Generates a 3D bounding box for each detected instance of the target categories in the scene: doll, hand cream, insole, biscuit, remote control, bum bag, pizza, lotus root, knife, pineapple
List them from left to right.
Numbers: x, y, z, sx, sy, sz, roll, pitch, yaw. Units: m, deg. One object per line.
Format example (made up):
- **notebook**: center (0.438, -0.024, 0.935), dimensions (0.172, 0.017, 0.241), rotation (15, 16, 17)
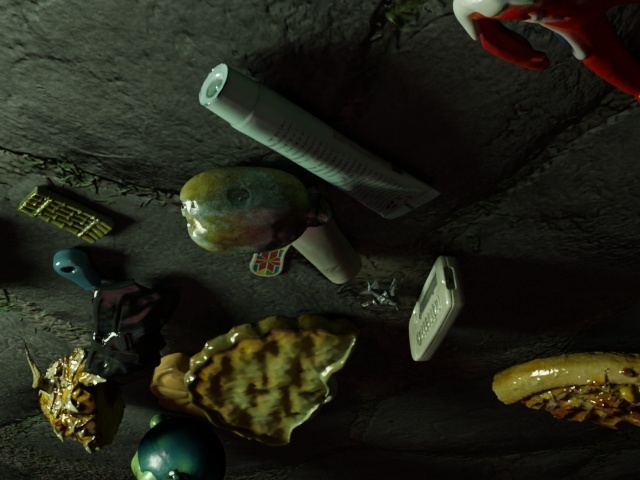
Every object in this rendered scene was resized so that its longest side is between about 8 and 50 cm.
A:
- **pineapple**: center (-0.490, 0.331, 1.371), dimensions (0.159, 0.161, 0.334), rotation (7, 148, -6)
- **knife**: center (-0.347, 0.079, 1.112), dimensions (0.058, 0.032, 0.244), rotation (-17, 149, 5)
- **bum bag**: center (-0.322, 0.158, 1.175), dimensions (0.137, 0.074, 0.310), rotation (-1, 146, -24)
- **doll**: center (-0.309, 0.482, 1.539), dimensions (0.198, 0.186, 0.322), rotation (46, 173, -8)
- **biscuit**: center (-0.187, 0.307, 1.422), dimensions (0.312, 0.057, 0.351), rotation (-3, 146, 2)
- **lotus root**: center (-0.079, -0.038, 0.871), dimensions (0.192, 0.088, 0.113), rotation (-2, 117, 1)
- **insole**: center (-0.071, 0.003, 1.011), dimensions (0.065, 0.006, 0.193), rotation (6, 145, -9)
- **biscuit**: center (-0.064, 0.243, 1.258), dimensions (0.335, 0.078, 0.329), rotation (-30, 131, 14)
- **hand cream**: center (0.000, 0.000, 0.971), dimensions (0.087, 0.054, 0.186), rotation (-27, 133, 16)
- **hand cream**: center (0.007, -0.099, 0.812), dimensions (0.331, 0.058, 0.085), rotation (28, 135, -35)
- **remote control**: center (0.186, 0.116, 1.104), dimensions (0.049, 0.090, 0.230), rotation (2, 148, -5)
- **doll**: center (0.206, -0.226, 0.600), dimensions (0.384, 0.099, 0.188), rotation (12, 145, -23)
- **pizza**: center (0.537, 0.283, 1.314), dimensions (0.409, 0.113, 0.277), rotation (0, 152, 20)

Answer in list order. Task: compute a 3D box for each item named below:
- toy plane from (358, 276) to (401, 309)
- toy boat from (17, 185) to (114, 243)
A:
- **toy plane**: center (0.103, 0.090, 1.119), dimensions (0.083, 0.031, 0.079), rotation (32, 122, -34)
- **toy boat**: center (-0.347, -0.033, 0.949), dimensions (0.115, 0.016, 0.063), rotation (28, 138, -35)
